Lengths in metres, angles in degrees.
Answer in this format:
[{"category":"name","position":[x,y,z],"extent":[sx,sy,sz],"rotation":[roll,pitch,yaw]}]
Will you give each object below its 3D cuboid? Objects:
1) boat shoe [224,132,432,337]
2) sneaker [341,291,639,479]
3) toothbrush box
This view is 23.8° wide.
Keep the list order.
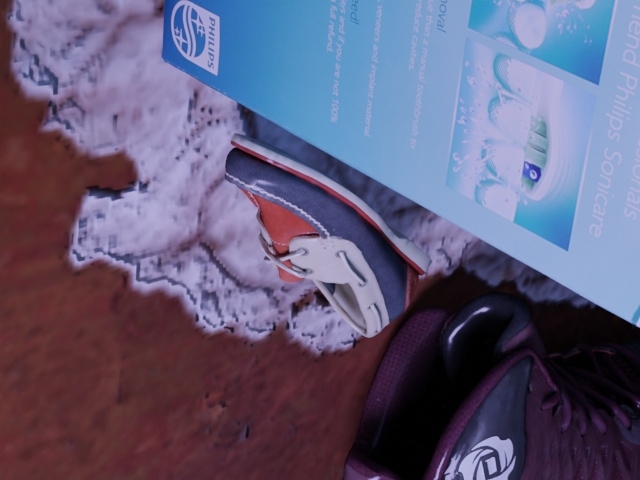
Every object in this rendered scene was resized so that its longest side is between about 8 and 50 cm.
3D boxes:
[{"category":"boat shoe","position":[0.000,0.000,0.594],"extent":[0.043,0.049,0.137],"rotation":[-55,146,-2]},{"category":"sneaker","position":[0.121,0.077,0.728],"extent":[0.281,0.106,0.162],"rotation":[-30,130,-30]},{"category":"toothbrush box","position":[0.123,-0.083,0.473],"extent":[0.216,0.295,0.126],"rotation":[-20,127,-39]}]
